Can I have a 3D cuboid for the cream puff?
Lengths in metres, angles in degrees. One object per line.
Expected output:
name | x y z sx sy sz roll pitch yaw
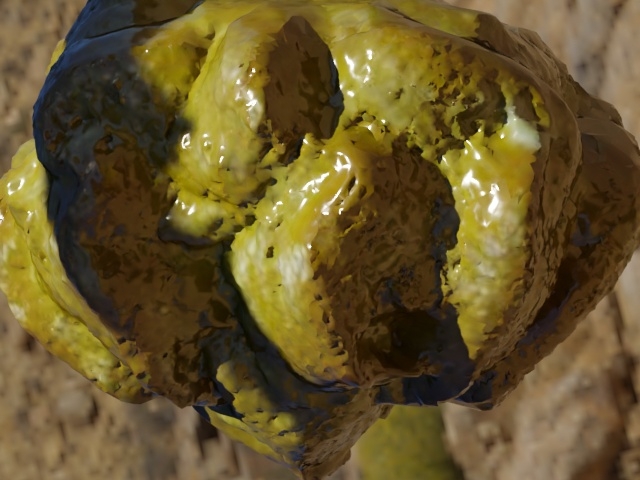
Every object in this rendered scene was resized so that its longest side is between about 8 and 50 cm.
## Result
cream puff | -0.003 -0.016 0.770 0.196 0.244 0.244 -60 10 12
